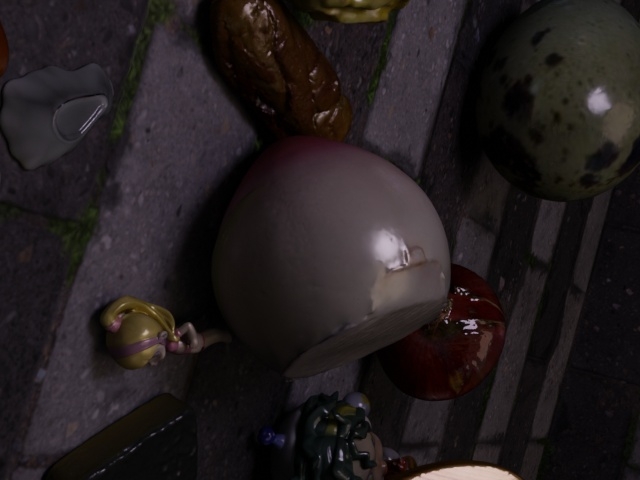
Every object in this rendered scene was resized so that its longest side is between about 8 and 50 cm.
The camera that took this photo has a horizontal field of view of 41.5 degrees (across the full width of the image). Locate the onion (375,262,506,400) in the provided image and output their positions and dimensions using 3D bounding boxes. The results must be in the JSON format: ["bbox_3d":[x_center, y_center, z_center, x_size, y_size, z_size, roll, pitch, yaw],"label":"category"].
[{"bbox_3d":[0.198,0.151,1.463,0.161,0.248,0.248,31,75,-44],"label":"onion"}]

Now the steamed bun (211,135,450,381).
[{"bbox_3d":[0.000,0.000,1.059,0.309,0.309,0.309,-30,126,-51],"label":"steamed bun"}]

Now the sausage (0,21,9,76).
[{"bbox_3d":[-0.321,-0.225,0.596,0.089,0.083,0.300,-48,140,-20],"label":"sausage"}]

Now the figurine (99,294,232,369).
[{"bbox_3d":[-0.180,0.106,0.983,0.187,0.083,0.083,6,97,-53],"label":"figurine"}]

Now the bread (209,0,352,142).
[{"bbox_3d":[-0.050,-0.218,1.046,0.124,0.084,0.344,-65,147,-18],"label":"bread"}]

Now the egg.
[{"bbox_3d":[0.478,-0.281,1.639,0.345,0.345,0.428,54,42,-52],"label":"egg"}]

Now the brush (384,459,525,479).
[{"bbox_3d":[0.182,0.406,1.234,0.166,0.266,0.174,129,-21,-64],"label":"brush"}]

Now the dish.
[{"bbox_3d":[-0.239,-0.124,0.814,0.137,0.039,0.091,-40,134,-43],"label":"dish"}]

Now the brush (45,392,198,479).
[{"bbox_3d":[-0.222,0.275,0.985,0.197,0.059,0.123,-31,129,-50],"label":"brush"}]

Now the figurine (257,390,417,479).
[{"bbox_3d":[0.050,0.377,1.328,0.382,0.186,0.261,54,16,-45],"label":"figurine"}]

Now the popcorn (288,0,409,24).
[{"bbox_3d":[0.009,-0.361,0.986,0.192,0.233,0.266,-27,170,-13],"label":"popcorn"}]
